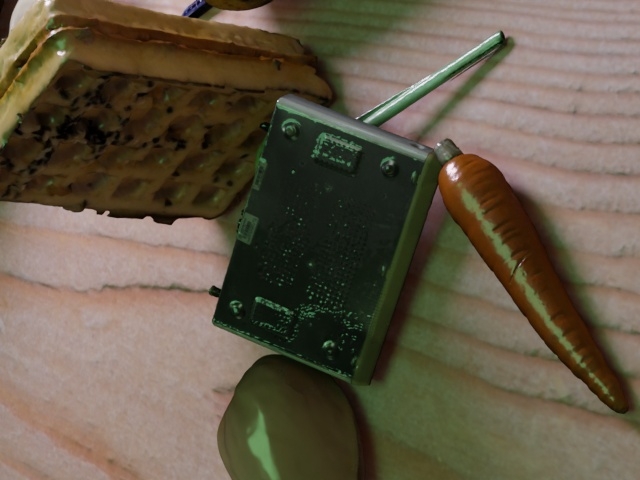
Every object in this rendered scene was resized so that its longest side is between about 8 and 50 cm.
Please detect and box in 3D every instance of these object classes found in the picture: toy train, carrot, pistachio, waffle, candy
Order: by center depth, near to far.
[{"bbox_3d":[0.200,0.031,1.488,0.069,0.069,0.336,-47,63,33],"label":"carrot"},{"bbox_3d":[0.063,-0.134,1.635,0.335,0.092,0.093,-32,49,31],"label":"candy"},{"bbox_3d":[-0.031,0.228,1.664,0.152,0.126,0.223,-16,73,7],"label":"pistachio"},{"bbox_3d":[-0.196,-0.138,1.676,0.261,0.376,0.114,-40,60,35],"label":"waffle"},{"bbox_3d":[-0.147,-0.289,1.890,0.083,0.017,0.017,-29,65,41],"label":"toy train"}]

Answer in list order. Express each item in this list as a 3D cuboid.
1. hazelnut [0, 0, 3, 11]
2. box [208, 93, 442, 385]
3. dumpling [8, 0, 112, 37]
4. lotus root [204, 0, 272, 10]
[{"bbox_3d":[-0.640,-0.366,2.184,0.421,0.353,0.421,-17,54,26],"label":"hazelnut"},{"bbox_3d":[0.000,0.000,1.632,0.211,0.045,0.270,23,109,13],"label":"box"},{"bbox_3d":[-0.340,-0.274,2.013,0.162,0.132,0.250,26,121,35],"label":"dumpling"},{"bbox_3d":[-0.037,-0.411,1.679,0.196,0.179,0.397,52,128,15],"label":"lotus root"}]
